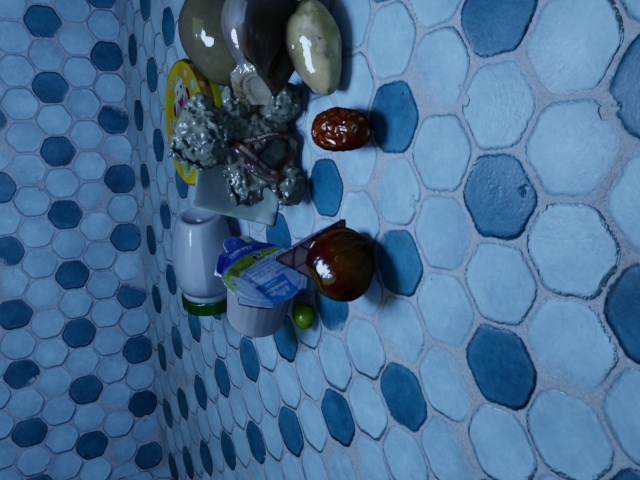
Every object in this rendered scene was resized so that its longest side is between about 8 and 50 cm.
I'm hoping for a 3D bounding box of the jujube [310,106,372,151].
[{"bbox_3d":[0.052,-0.263,1.430,0.176,0.109,0.112,23,85,55],"label":"jujube"}]

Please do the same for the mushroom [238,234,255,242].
[{"bbox_3d":[-0.218,0.056,2.003,0.312,0.081,0.100,25,111,57],"label":"mushroom"}]

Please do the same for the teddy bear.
[{"bbox_3d":[-0.236,-0.266,1.681,0.224,0.367,0.357,-160,67,-63],"label":"teddy bear"}]

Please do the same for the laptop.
[{"bbox_3d":[-0.259,-0.151,1.875,0.015,0.269,0.187,-82,6,-55],"label":"laptop"}]

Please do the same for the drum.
[{"bbox_3d":[-0.357,-0.392,1.998,0.431,0.214,0.431,22,117,55],"label":"drum"}]

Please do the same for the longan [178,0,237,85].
[{"bbox_3d":[-0.262,-0.599,1.717,0.297,0.297,0.297,21,115,56],"label":"longan"}]

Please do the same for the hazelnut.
[{"bbox_3d":[0.057,0.063,1.463,0.204,0.178,0.178,-102,14,-71],"label":"hazelnut"}]

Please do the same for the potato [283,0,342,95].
[{"bbox_3d":[-0.020,-0.479,1.489,0.161,0.128,0.234,20,120,58],"label":"potato"}]

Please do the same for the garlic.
[{"bbox_3d":[-0.151,-0.521,1.526,0.132,0.279,0.325,6,69,20],"label":"garlic"}]

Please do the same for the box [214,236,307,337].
[{"bbox_3d":[-0.203,0.151,1.793,0.291,0.262,0.206,37,135,25],"label":"box"}]

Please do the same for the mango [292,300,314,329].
[{"bbox_3d":[-0.055,0.221,1.793,0.108,0.056,0.073,-123,40,-55],"label":"mango"}]

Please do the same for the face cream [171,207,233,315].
[{"bbox_3d":[-0.421,0.074,2.180,0.312,0.219,0.357,-98,6,-66],"label":"face cream"}]

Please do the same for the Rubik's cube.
[{"bbox_3d":[0.000,0.000,1.660,0.190,0.211,0.178,-52,22,10],"label":"Rubik's cube"}]
